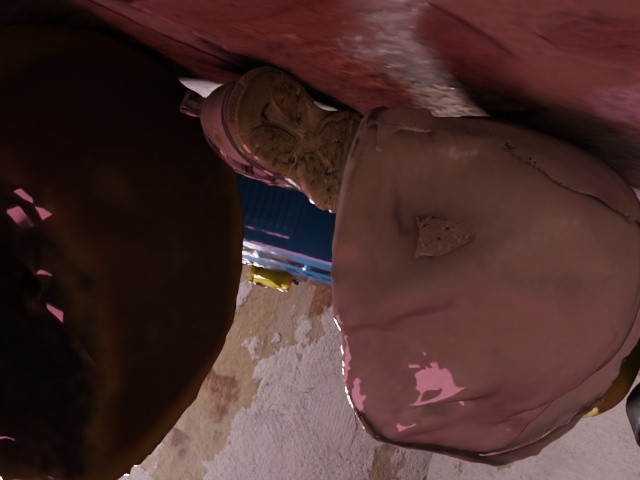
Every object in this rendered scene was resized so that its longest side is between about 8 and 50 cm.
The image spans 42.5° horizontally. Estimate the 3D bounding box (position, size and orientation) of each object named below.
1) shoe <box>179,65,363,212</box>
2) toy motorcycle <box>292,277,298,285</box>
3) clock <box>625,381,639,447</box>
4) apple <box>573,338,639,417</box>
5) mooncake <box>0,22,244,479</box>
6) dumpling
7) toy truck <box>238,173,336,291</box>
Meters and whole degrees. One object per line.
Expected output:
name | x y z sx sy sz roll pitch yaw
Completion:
shoe | -0.034 -0.080 0.689 0.092 0.089 0.180 10 171 42
toy motorcycle | 0.047 0.008 1.190 0.263 0.091 0.157 9 132 6
clock | 0.614 0.264 1.252 0.281 0.055 0.280 3 140 2
apple | 0.380 0.160 1.317 0.279 0.279 0.279 15 176 1
mooncake | -0.259 0.020 0.720 0.246 0.394 0.393 13 178 39
dumpling | 0.133 0.047 0.618 0.181 0.260 0.341 21 -176 28
toy truck | 0.044 -0.006 0.948 0.385 0.161 0.162 16 167 0
